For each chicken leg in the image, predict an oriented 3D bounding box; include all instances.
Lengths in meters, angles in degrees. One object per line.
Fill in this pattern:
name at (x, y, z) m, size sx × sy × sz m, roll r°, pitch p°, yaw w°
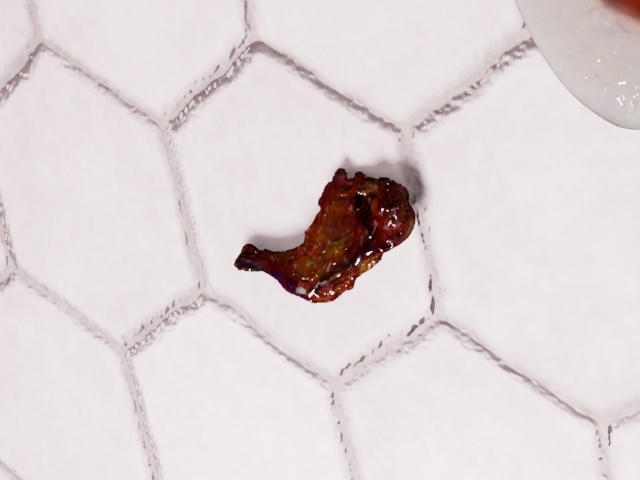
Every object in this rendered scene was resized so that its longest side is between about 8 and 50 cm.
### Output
chicken leg at (0.002, 0.006, 1.350) m, size 0.205 × 0.053 × 0.093 m, roll -34°, pitch 64°, yaw 40°

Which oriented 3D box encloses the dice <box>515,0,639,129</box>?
dice at (0.219, -0.180, 0.951) m, size 0.194 × 0.192 × 0.193 m, roll -21°, pitch 97°, yaw 48°
